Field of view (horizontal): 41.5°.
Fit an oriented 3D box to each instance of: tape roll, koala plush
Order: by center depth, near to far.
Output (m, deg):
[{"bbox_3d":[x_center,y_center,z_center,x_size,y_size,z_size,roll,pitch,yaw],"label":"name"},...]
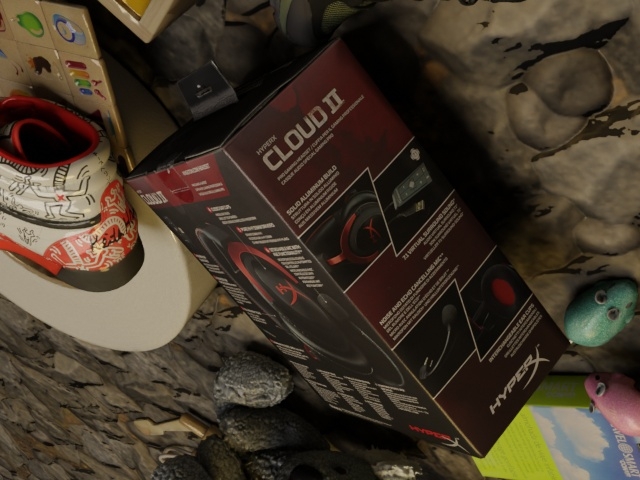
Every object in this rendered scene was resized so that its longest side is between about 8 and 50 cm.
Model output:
[{"bbox_3d":[-0.273,-0.051,0.833,0.392,0.072,0.392,21,139,19],"label":"tape roll"},{"bbox_3d":[-0.018,0.258,0.876,0.221,0.196,0.203,14,148,28],"label":"koala plush"}]

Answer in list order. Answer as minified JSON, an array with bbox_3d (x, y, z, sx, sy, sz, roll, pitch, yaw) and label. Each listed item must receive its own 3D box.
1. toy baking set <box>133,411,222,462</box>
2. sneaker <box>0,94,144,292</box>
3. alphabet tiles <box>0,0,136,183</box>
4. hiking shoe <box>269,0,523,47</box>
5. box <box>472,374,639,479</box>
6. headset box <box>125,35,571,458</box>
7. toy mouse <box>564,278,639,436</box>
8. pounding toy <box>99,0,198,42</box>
[{"bbox_3d":[-0.145,0.303,1.134,0.256,0.030,0.197,33,142,3],"label":"toy baking set"},{"bbox_3d":[-0.271,-0.058,0.683,0.270,0.090,0.145,16,136,19],"label":"sneaker"},{"bbox_3d":[-0.236,-0.098,0.693,0.198,0.009,0.237,16,138,23],"label":"alphabet tiles"},{"bbox_3d":[0.058,-0.158,0.461,0.114,0.086,0.227,44,142,-8],"label":"hiking shoe"},{"bbox_3d":[0.203,0.163,0.716,0.178,0.042,0.109,-6,126,40],"label":"box"},{"bbox_3d":[0.000,0.000,0.601,0.293,0.110,0.218,50,159,-17],"label":"headset box"},{"bbox_3d":[0.213,0.088,0.607,0.143,0.031,0.161,4,109,43],"label":"toy mouse"},{"bbox_3d":[-0.130,-0.254,0.496,0.206,0.094,0.181,42,142,-8],"label":"pounding toy"}]
